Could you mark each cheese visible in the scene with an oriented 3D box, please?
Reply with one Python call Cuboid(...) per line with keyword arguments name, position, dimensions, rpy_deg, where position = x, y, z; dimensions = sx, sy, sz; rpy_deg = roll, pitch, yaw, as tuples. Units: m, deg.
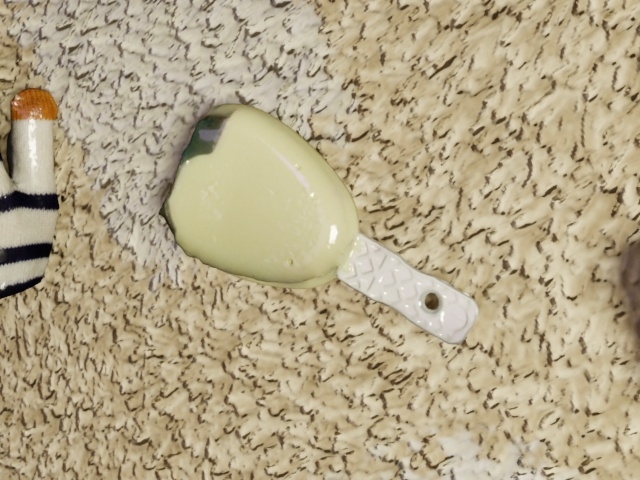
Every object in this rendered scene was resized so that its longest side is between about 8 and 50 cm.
Cuboid(name="cheese", position=(0.000, 0.000, 0.556), dimensions=(0.251, 0.054, 0.127), rpy_deg=(31, 107, 17))

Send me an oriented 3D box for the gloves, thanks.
Cuboid(name="gloves", position=(-0.311, -0.060, 0.651), dimensions=(0.140, 0.131, 0.218), rpy_deg=(-5, 103, 22))
